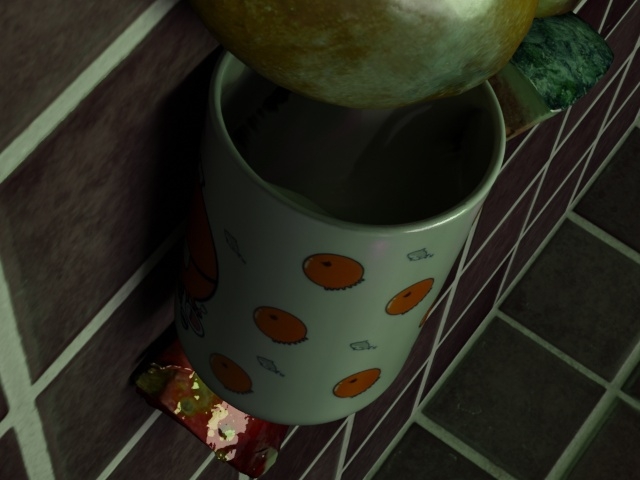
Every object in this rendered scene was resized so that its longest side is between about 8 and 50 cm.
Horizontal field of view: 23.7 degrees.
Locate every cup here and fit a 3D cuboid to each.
[{"bbox_3d":[0.000,0.000,1.190,0.212,0.212,0.317,-47,164,-35],"label":"cup"}]

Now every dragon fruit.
[{"bbox_3d":[-0.065,0.127,1.446,0.161,0.126,0.274,-54,167,-7],"label":"dragon fruit"}]

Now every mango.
[{"bbox_3d":[0.023,-0.172,0.959,0.193,0.146,0.316,-41,153,24],"label":"mango"}]

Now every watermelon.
[{"bbox_3d":[0.192,-0.186,1.687,0.226,0.148,0.318,-40,-177,8],"label":"watermelon"}]

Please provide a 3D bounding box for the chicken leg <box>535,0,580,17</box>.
[{"bbox_3d":[0.155,-0.281,1.277,0.429,0.153,0.201,-21,131,-55],"label":"chicken leg"}]
